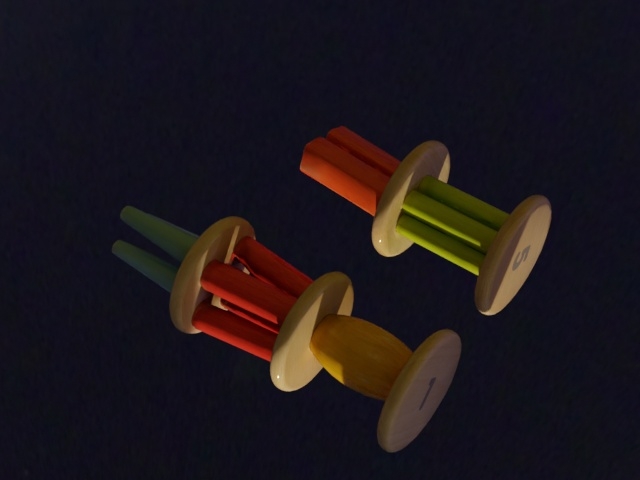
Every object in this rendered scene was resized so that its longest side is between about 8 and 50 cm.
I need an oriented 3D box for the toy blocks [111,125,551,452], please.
[{"bbox_3d":[0.000,0.000,0.582,0.148,0.054,0.123,28,-112,22],"label":"toy blocks"}]
